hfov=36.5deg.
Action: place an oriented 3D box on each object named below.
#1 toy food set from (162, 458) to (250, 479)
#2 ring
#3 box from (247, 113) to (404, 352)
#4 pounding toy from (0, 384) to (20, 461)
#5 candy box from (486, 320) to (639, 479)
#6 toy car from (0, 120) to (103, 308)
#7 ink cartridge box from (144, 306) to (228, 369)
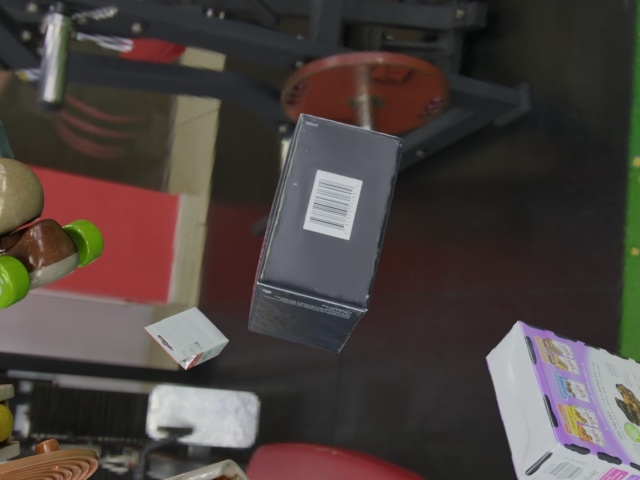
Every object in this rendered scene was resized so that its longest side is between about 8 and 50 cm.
[{"bbox_3d":[-0.184,0.501,1.605,0.220,0.306,0.092,-22,31,16],"label":"toy food set"},{"bbox_3d":[-0.377,0.271,0.936,0.336,0.336,0.032,-43,67,45],"label":"ring"},{"bbox_3d":[0.000,0.000,1.602,0.294,0.183,0.296,107,177,-70],"label":"box"},{"bbox_3d":[-0.373,0.164,0.932,0.269,0.154,0.155,-5,-90,-82],"label":"pounding toy"},{"bbox_3d":[0.288,0.190,1.026,0.070,0.196,0.165,-56,25,34],"label":"candy box"},{"bbox_3d":[-0.351,-0.033,1.045,0.149,0.155,0.188,-14,102,28],"label":"toy car"},{"bbox_3d":[-0.166,0.121,1.171,0.063,0.115,0.029,44,113,13],"label":"ink cartridge box"}]
